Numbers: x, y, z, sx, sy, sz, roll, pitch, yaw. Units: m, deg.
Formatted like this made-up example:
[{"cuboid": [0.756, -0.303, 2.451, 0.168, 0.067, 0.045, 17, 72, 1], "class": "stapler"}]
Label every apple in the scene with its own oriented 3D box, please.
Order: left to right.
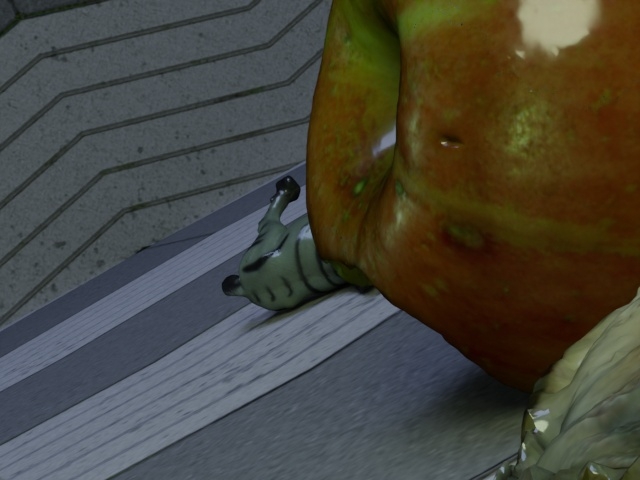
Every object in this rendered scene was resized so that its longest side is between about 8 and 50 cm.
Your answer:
[{"cuboid": [0.119, -0.057, 0.738, 0.226, 0.246, 0.246, 2, -2, -16], "class": "apple"}]

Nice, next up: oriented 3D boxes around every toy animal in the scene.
[{"cuboid": [0.004, 0.004, 1.279, 0.217, 0.073, 0.176, -29, 19, 33], "class": "toy animal"}]

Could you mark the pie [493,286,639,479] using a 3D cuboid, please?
[{"cuboid": [0.187, 0.005, 0.450, 0.337, 0.075, 0.337, -31, 2, 1], "class": "pie"}]
